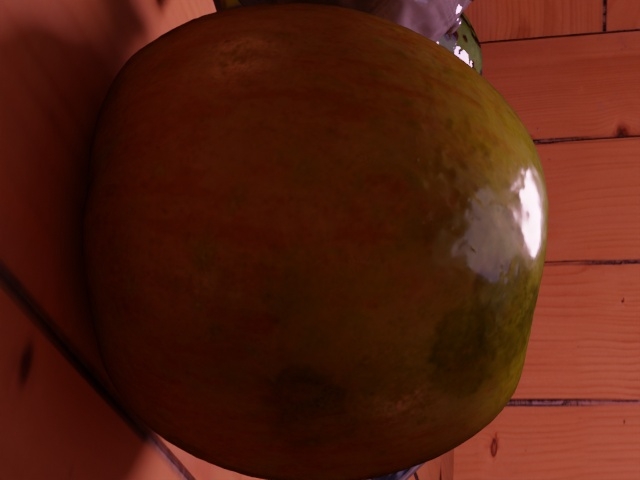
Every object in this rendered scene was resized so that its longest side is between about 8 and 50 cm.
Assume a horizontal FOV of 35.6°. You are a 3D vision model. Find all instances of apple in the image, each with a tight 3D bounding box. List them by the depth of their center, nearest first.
[{"bbox_3d":[0.000,0.000,0.712,0.339,0.340,0.339,-2,90,-77],"label":"apple"}]

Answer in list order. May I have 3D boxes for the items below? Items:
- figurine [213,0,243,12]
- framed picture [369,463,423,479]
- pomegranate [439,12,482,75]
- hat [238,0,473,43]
[{"bbox_3d":[-0.061,-0.355,0.797,0.285,0.167,0.342,78,20,-46],"label":"figurine"},{"bbox_3d":[0.119,0.261,1.376,0.232,0.024,0.315,-38,151,-24],"label":"framed picture"},{"bbox_3d":[0.064,-0.174,1.162,0.254,0.254,0.270,-51,150,-70],"label":"pomegranate"},{"bbox_3d":[0.029,-0.238,0.751,0.214,0.149,0.245,-56,161,2],"label":"hat"}]
